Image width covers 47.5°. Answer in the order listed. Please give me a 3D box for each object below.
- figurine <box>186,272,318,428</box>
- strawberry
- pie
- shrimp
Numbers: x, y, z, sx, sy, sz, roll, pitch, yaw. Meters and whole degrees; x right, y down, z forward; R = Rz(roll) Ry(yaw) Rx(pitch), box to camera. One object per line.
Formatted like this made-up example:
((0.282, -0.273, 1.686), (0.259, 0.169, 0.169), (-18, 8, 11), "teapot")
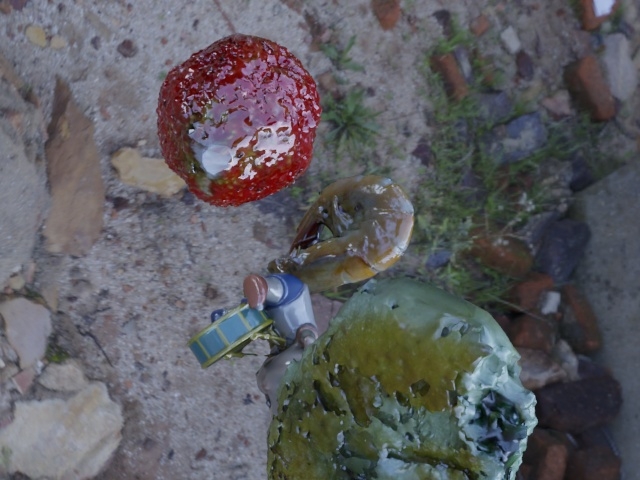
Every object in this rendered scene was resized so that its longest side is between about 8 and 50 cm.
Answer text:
((-0.022, 0.170, 0.822), (0.158, 0.161, 0.275), (-33, 81, -34), "figurine")
((-0.047, -0.067, 0.415), (0.106, 0.106, 0.106), (1, 88, -27), "strawberry")
((0.073, 0.217, 0.595), (0.078, 0.296, 0.371), (-10, 81, -47), "pie")
((0.000, 0.000, 1.026), (0.063, 0.287, 0.152), (21, 51, -60), "shrimp")
